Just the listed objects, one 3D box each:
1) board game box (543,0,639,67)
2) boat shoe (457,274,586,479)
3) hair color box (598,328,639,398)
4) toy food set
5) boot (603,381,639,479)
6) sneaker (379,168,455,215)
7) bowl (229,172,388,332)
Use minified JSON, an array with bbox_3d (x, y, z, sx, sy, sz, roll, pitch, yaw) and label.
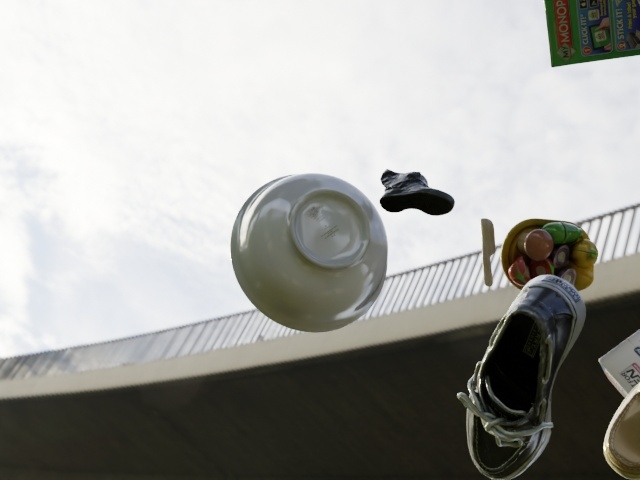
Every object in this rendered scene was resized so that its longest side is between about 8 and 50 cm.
[{"bbox_3d":[0.411,-0.410,1.194,0.213,0.046,0.318,-3,-59,21],"label":"board game box"},{"bbox_3d":[0.226,0.187,1.023,0.113,0.105,0.306,34,-49,24],"label":"boat shoe"},{"bbox_3d":[0.740,0.209,1.673,0.347,0.174,0.105,-37,-43,4],"label":"hair color box"},{"bbox_3d":[0.376,0.027,1.431,0.217,0.128,0.071,3,1,-17],"label":"toy food set"},{"bbox_3d":[0.426,0.152,0.996,0.095,0.262,0.203,45,-6,31],"label":"boot"},{"bbox_3d":[0.167,-0.088,1.485,0.170,0.089,0.051,2,-51,38],"label":"sneaker"},{"bbox_3d":[0.000,0.000,1.490,0.297,0.298,0.134,32,-25,-5],"label":"bowl"}]
